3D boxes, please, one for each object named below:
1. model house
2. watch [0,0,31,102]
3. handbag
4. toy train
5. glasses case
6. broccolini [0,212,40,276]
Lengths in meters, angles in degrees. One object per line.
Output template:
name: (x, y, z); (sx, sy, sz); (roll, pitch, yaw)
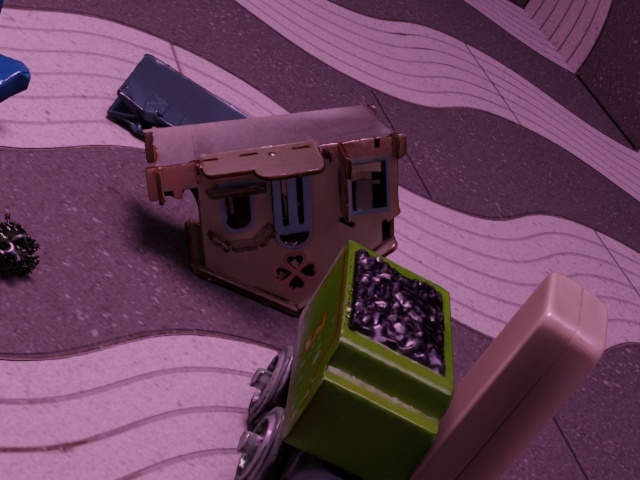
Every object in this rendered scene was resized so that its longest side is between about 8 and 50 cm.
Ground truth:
model house: (-0.055, -0.028, 1.782); (0.326, 0.244, 0.169); (-8, 35, -9)
watch: (-0.463, -0.299, 1.643); (0.305, 0.274, 0.241); (20, 27, -21)
handbag: (-0.192, -0.165, 2.027); (0.229, 0.062, 0.179); (32, 27, -9)
toy train: (0.031, 0.165, 1.466); (0.173, 0.249, 0.307); (29, 25, -10)
glasses case: (0.180, 0.193, 1.494); (0.076, 0.336, 0.144); (35, 24, -2)
broccolini: (-0.407, -0.055, 1.538); (0.254, 0.057, 0.071); (43, -18, 10)
